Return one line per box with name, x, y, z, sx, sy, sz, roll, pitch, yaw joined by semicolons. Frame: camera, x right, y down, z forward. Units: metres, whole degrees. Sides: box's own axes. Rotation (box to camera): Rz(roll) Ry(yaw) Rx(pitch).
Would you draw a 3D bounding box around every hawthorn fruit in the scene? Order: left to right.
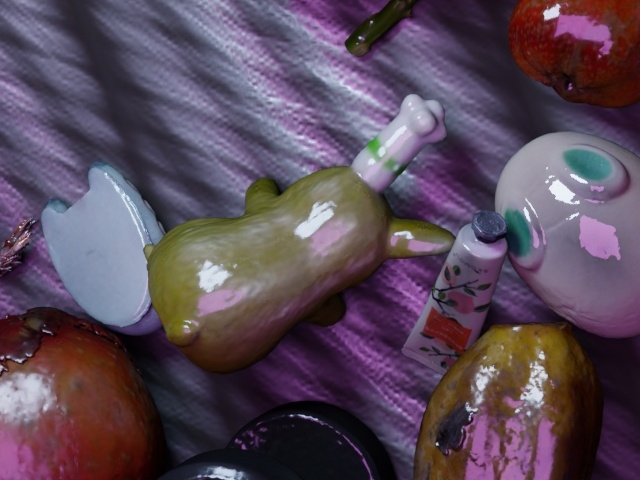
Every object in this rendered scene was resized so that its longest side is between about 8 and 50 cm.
hawthorn fruit;-0.302;0.237;1.521;0.316;0.316;0.316;1;94;17
hawthorn fruit;0.285;-0.237;1.387;0.162;0.162;0.203;26;83;14

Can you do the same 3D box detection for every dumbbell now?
dumbbell;-0.052;0.290;1.422;0.203;0.322;0.204;1;95;17

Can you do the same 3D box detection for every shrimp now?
shrimp;-0.364;0.013;1.649;0.029;0.038;0.092;29;105;-30

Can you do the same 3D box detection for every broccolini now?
broccolini;0.117;-0.266;1.483;0.216;0.058;0.067;-44;40;22

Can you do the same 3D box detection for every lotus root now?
lotus root;0.187;0.217;1.420;0.193;0.193;0.291;15;100;16

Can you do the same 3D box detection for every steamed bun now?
steamed bun;0.274;-0.006;1.403;0.177;0.131;0.228;-40;84;18

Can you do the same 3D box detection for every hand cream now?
hand cream;0.143;0.062;1.442;0.080;0.050;0.234;29;136;14

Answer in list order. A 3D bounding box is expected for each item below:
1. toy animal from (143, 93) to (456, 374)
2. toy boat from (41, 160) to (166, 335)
toy animal;-0.008;0.004;1.483;0.363;0.180;0.181;-30;92;-5
toy boat;-0.232;0.015;1.599;0.134;0.079;0.208;-38;72;14
